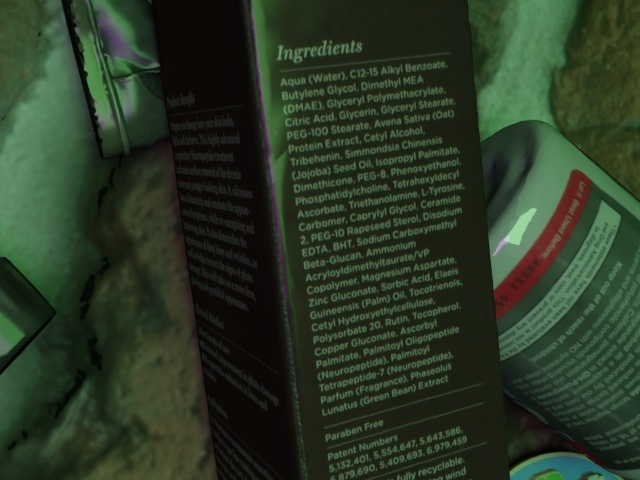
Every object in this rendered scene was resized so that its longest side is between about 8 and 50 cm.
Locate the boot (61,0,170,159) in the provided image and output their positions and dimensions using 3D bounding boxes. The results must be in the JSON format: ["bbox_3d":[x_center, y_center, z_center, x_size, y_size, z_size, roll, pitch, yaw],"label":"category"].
[{"bbox_3d":[-0.074,-0.157,0.628,0.209,0.076,0.189,-14,104,-15],"label":"boot"}]

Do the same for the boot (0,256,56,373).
[{"bbox_3d":[-0.345,0.041,0.496,0.280,0.096,0.264,42,80,-7],"label":"boot"}]

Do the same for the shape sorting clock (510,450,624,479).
[{"bbox_3d":[0.196,0.276,0.702,0.206,0.040,0.206,2,84,-20],"label":"shape sorting clock"}]

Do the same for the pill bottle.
[{"bbox_3d":[0.221,0.070,0.661,0.318,0.176,0.176,37,73,-13],"label":"pill bottle"}]

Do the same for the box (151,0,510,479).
[{"bbox_3d":[0.000,0.000,0.543,0.143,0.191,0.381,-12,101,-22],"label":"box"}]
